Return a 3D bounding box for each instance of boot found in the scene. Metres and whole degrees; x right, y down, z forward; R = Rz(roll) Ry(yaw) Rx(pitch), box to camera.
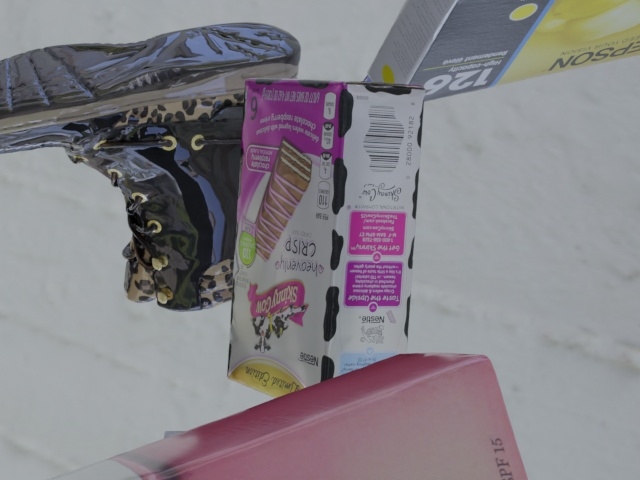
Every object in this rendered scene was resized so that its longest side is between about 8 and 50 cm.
[{"bbox_3d":[-0.196,-0.061,1.763,0.138,0.377,0.284,-126,-153,-53],"label":"boot"}]

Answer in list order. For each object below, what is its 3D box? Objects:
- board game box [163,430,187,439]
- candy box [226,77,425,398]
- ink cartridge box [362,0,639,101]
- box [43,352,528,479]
[{"bbox_3d":[-0.012,0.259,1.484,0.305,0.053,0.193,-3,-125,21],"label":"board game box"},{"bbox_3d":[0.000,0.000,1.244,0.159,0.071,0.233,11,-81,61],"label":"candy box"},{"bbox_3d":[0.210,-0.209,1.641,0.072,0.303,0.307,67,-24,21],"label":"ink cartridge box"},{"bbox_3d":[-0.013,0.163,0.895,0.127,0.232,0.149,-10,-82,70],"label":"box"}]
